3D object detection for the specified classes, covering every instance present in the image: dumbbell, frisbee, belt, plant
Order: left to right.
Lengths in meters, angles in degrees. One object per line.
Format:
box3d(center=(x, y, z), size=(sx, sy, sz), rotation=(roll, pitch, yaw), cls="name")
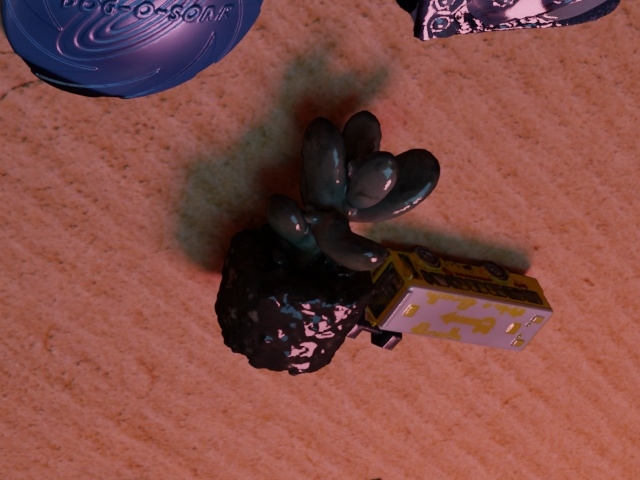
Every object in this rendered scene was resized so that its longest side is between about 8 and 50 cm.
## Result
box3d(center=(-0.151, -0.207, 1.551), size=(0.242, 0.045, 0.242), rotation=(-14, 138, -13), cls="frisbee")
box3d(center=(-0.002, 0.001, 1.778), size=(0.146, 0.149, 0.275), rotation=(7, 128, -34), cls="plant")
box3d(center=(0.052, 0.094, 1.996), size=(0.083, 0.040, 0.036), rotation=(20, 90, -41), cls="dumbbell")
box3d(center=(0.171, -0.246, 1.621), size=(0.218, 0.122, 0.128), rotation=(-6, 139, -13), cls="belt")

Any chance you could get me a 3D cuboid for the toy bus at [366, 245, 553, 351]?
box3d(center=(0.147, 0.066, 1.987), size=(0.226, 0.074, 0.081), rotation=(13, 128, -39), cls="toy bus")
